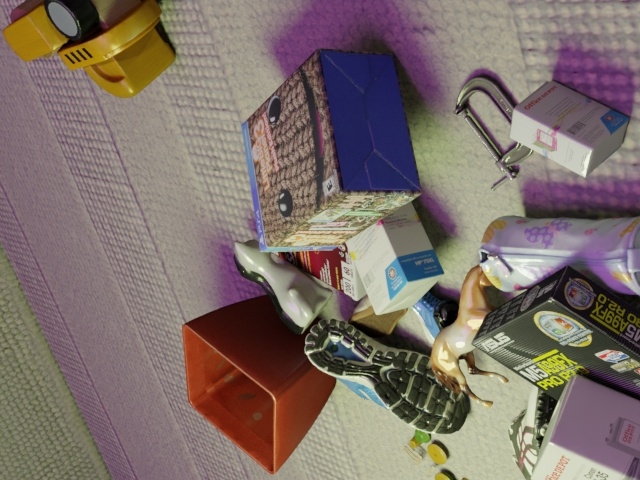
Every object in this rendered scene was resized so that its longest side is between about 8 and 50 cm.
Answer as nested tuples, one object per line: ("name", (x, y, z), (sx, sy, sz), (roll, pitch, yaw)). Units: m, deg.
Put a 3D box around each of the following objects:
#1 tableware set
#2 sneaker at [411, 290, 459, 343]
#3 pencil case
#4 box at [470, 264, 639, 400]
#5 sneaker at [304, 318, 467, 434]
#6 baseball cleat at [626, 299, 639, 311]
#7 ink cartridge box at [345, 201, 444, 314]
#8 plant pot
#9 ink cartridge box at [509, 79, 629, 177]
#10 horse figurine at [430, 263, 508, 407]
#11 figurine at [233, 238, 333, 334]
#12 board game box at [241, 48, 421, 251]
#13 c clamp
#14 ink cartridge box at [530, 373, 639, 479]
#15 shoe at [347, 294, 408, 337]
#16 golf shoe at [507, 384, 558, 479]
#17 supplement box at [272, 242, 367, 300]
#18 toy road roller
("tableware set", (0.236, 0.445, 2.009), (0.154, 0.024, 0.104), (45, 143, 18))
("sneaker", (0.192, 0.107, 1.729), (0.084, 0.058, 0.152), (-25, 95, 54))
("pencil case", (0.351, 0.019, 1.390), (0.273, 0.124, 0.113), (1, 80, 49))
("box", (0.362, 0.152, 1.414), (0.216, 0.060, 0.270), (33, 156, -3))
("sneaker", (0.131, 0.256, 1.901), (0.330, 0.130, 0.147), (30, 174, 15))
("baseball cleat", (0.417, 0.139, 1.461), (0.206, 0.072, 0.109), (-2, 124, 57))
("ink cartridge box", (0.105, -0.009, 1.679), (0.231, 0.078, 0.134), (68, 151, 20))
("plant pot", (-0.106, 0.269, 2.087), (0.267, 0.235, 0.267), (34, 141, 29))
("ink cartridge box", (0.322, -0.148, 1.308), (0.122, 0.088, 0.052), (35, 145, 29))
("horse figurine", (0.258, 0.170, 1.657), (0.174, 0.066, 0.263), (36, 128, 1))
("figurine", (-0.088, 0.078, 1.938), (0.209, 0.092, 0.215), (39, 169, 4))
("board game box", (0.008, -0.133, 1.589), (0.291, 0.141, 0.232), (-34, 62, 57))
("c clamp", (0.245, -0.156, 1.459), (0.161, 0.022, 0.137), (56, 147, -3))
("ink cartridge box", (0.457, 0.324, 1.421), (0.283, 0.117, 0.207), (22, 156, 15))
("shoe", (0.114, 0.127, 1.856), (0.076, 0.058, 0.219), (27, 152, -10))
("golf shoe", (0.358, 0.314, 1.666), (0.120, 0.105, 0.273), (31, 140, 43))
("supplement box", (0.000, 0.000, 1.864), (0.239, 0.073, 0.130), (28, 139, 37))
("toy road roller", (-0.434, -0.399, 1.951), (0.329, 0.202, 0.240), (-1, 129, 50))
